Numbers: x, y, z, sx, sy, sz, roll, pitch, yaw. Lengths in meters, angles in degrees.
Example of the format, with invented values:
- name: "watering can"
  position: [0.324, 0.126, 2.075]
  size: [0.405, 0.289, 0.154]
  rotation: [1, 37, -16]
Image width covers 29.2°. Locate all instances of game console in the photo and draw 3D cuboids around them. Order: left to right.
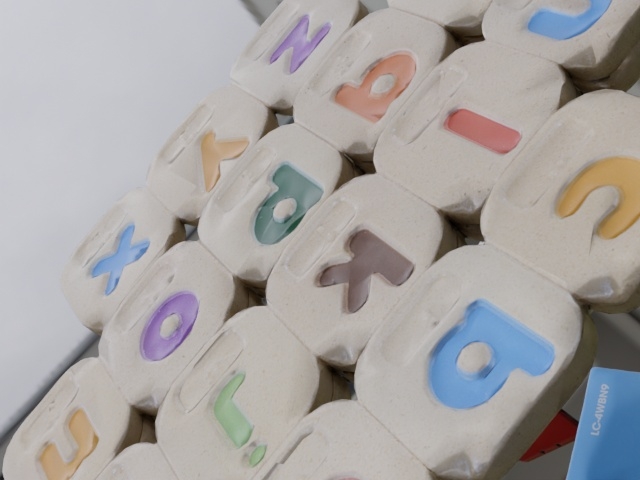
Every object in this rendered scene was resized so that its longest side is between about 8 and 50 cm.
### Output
- name: "game console"
  position: [0.219, 0.166, 1.351]
  size: [0.144, 0.085, 0.124]
  rotation: [133, 143, -59]

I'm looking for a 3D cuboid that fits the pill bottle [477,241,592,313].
- name: "pill bottle"
  position: [0.209, 0.042, 1.220]
  size: [0.229, 0.131, 0.131]
  rotation: [-55, -13, 1]

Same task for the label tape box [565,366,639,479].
- name: "label tape box"
  position: [0.321, 0.232, 0.755]
  size: [0.115, 0.347, 0.249]
  rotation: [42, -120, -54]

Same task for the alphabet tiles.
- name: "alphabet tiles"
  position: [0.000, 0.000, 0.416]
  size: [0.284, 0.021, 0.278]
  rotation: [-50, 31, -2]
